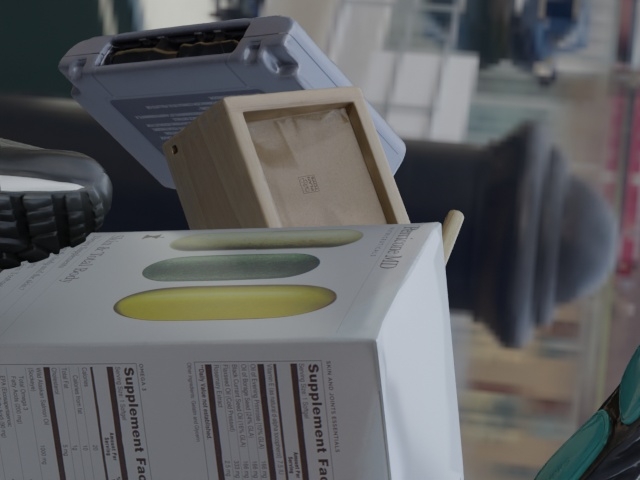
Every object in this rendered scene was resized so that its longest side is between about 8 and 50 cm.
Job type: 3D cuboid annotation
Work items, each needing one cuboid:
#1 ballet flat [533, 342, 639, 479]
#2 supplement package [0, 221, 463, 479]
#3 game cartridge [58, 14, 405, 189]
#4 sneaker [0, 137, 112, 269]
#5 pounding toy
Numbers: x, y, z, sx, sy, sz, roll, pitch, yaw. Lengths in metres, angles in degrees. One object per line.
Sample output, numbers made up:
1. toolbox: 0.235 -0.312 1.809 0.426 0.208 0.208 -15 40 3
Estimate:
1. ballet flat: 0.208 0.118 1.165 0.203 0.074 0.074 -58 -173 35
2. supplement package: -0.064 0.113 1.088 0.199 0.263 0.198 -55 141 -66
3. game cartridge: -0.074 -0.107 1.593 0.196 0.294 0.060 50 57 -34
4. sneaker: -0.254 -0.057 0.981 0.107 0.283 0.124 98 -8 -67
5. pounding toy: 0.009 0.004 1.291 0.181 0.094 0.206 -9 75 -41
